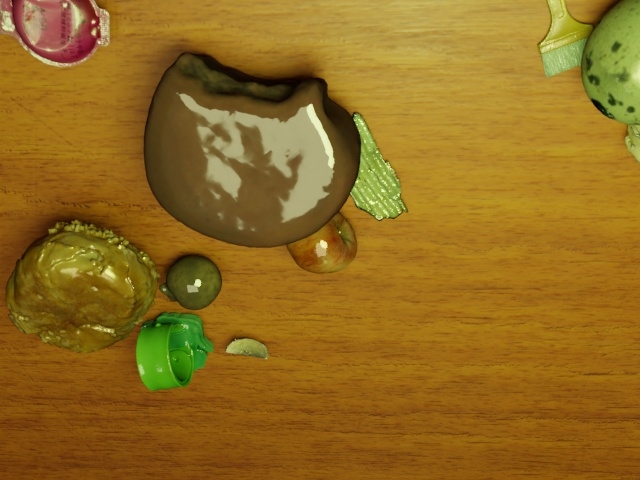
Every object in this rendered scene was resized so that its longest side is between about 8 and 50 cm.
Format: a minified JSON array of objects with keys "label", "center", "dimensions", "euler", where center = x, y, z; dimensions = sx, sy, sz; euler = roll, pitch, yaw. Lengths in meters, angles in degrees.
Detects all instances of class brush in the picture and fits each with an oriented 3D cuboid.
[{"label":"brush","center":[0.349,-0.346,1.027],"dimensions":[0.083,0.011,0.205],"euler":[-18,120,17]}]

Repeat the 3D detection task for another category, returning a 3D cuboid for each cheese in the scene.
[{"label":"cheese","center":[-0.442,-0.345,1.068],"dimensions":[0.244,0.062,0.155],"euler":[9,123,1]}]

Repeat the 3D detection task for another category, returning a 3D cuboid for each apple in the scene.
[{"label":"apple","center":[0.001,0.003,1.223],"dimensions":[0.102,0.126,0.126],"euler":[-28,117,29]}]

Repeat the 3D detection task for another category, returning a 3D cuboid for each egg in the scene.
[{"label":"egg","center":[0.472,-0.269,0.971],"dimensions":[0.177,0.177,0.228],"euler":[33,104,-16]}]

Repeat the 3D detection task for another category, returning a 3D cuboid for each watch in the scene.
[{"label":"watch","center":[-0.292,0.234,1.387],"dimensions":[0.131,0.152,0.165],"euler":[-8,121,7]}]

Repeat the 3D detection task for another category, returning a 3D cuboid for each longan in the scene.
[{"label":"longan","center":[-0.243,0.082,1.311],"dimensions":[0.119,0.106,0.106],"euler":[-20,120,8]}]

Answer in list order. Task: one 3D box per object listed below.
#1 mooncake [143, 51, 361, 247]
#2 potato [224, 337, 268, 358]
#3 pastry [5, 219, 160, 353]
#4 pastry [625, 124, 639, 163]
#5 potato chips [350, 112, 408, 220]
[{"label":"mooncake","center":[-0.114,-0.151,1.097],"dimensions":[0.325,0.174,0.334],"euler":[-20,110,20]},{"label":"potato","center":[-0.153,0.218,1.437],"dimensions":[0.093,0.036,0.037],"euler":[14,88,-25]},{"label":"pastry","center":[-0.433,0.078,1.289],"dimensions":[0.255,0.162,0.311],"euler":[28,132,-26]},{"label":"pastry","center":[0.561,-0.170,1.079],"dimensions":[0.165,0.088,0.166],"euler":[3,125,4]},{"label":"potato chips","center":[0.077,-0.115,1.193],"dimensions":[0.092,0.028,0.207],"euler":[-23,120,17]}]
